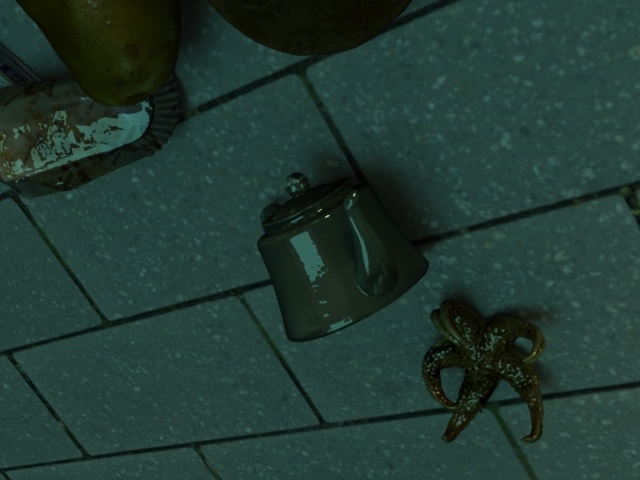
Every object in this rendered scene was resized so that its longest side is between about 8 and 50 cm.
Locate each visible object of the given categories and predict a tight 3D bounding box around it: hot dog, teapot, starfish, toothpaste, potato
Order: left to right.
[{"bbox_3d":[-0.339,-0.163,1.124,0.196,0.040,0.047,41,135,-3],"label":"toothpaste"},{"bbox_3d":[-0.235,-0.291,0.879,0.195,0.176,0.369,-14,117,13],"label":"potato"},{"bbox_3d":[-0.268,-0.125,1.059,0.253,0.069,0.131,-14,100,18],"label":"hot dog"},{"bbox_3d":[0.000,0.000,0.986,0.149,0.162,0.239,61,160,-10],"label":"teapot"},{"bbox_3d":[0.176,0.149,1.035,0.146,0.074,0.190,20,131,18],"label":"starfish"}]

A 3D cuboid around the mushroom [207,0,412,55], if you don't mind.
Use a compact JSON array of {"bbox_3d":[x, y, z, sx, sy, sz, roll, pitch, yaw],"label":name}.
[{"bbox_3d":[-0.028,-0.279,0.777,0.278,0.146,0.278,2,129,2],"label":"mushroom"}]
